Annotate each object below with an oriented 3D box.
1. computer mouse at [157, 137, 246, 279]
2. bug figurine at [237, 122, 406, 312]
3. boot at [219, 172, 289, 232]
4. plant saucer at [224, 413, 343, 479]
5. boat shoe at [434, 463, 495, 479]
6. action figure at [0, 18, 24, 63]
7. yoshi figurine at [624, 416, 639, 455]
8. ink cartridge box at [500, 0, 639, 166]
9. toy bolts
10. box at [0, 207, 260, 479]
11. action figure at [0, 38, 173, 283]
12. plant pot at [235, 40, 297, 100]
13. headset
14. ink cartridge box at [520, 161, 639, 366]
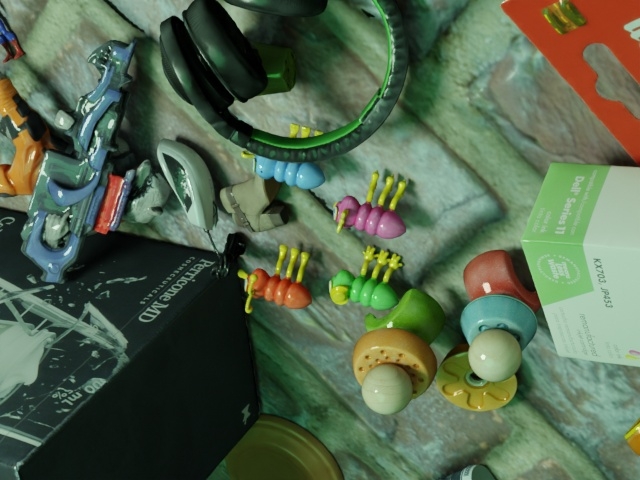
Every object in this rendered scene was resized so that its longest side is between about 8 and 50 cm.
[{"bbox_3d":[-0.150,-0.049,1.760,0.042,0.106,0.193,-24,98,19],"label":"computer mouse"},{"bbox_3d":[0.000,0.000,1.681,0.216,0.072,0.279,14,129,11],"label":"bug figurine"},{"bbox_3d":[-0.090,-0.061,1.740,0.087,0.042,0.118,4,122,33],"label":"boot"},{"bbox_3d":[-0.060,0.345,2.002,0.200,0.037,0.200,17,128,23],"label":"plant saucer"},{"bbox_3d":[0.224,0.385,1.834,0.083,0.065,0.183,-27,97,43],"label":"boat shoe"},{"bbox_3d":[-0.434,-0.292,1.812,0.038,0.030,0.115,-7,114,42],"label":"action figure"},{"bbox_3d":[0.535,0.275,1.517,0.203,0.203,0.362,-46,73,4],"label":"yoshi figurine"},{"bbox_3d":[0.398,-0.167,1.249,0.385,0.091,0.308,-21,130,38],"label":"ink cartridge box"},{"bbox_3d":[0.173,0.148,1.610,0.218,0.158,0.228,41,126,-18],"label":"toy bolts"},{"bbox_3d":[-0.409,0.213,1.833,0.472,0.480,0.297,12,125,26],"label":"box"},{"bbox_3d":[-0.333,-0.140,1.803,0.330,0.178,0.341,30,107,3],"label":"action figure"},{"bbox_3d":[-0.072,-0.202,1.613,0.079,0.083,0.083,3,123,18],"label":"plant pot"},{"bbox_3d":[-0.086,-0.259,1.525,0.394,0.185,0.243,35,106,-11],"label":"headset"},{"bbox_3d":[0.406,0.039,1.402,0.353,0.119,0.207,5,141,30],"label":"ink cartridge box"}]
